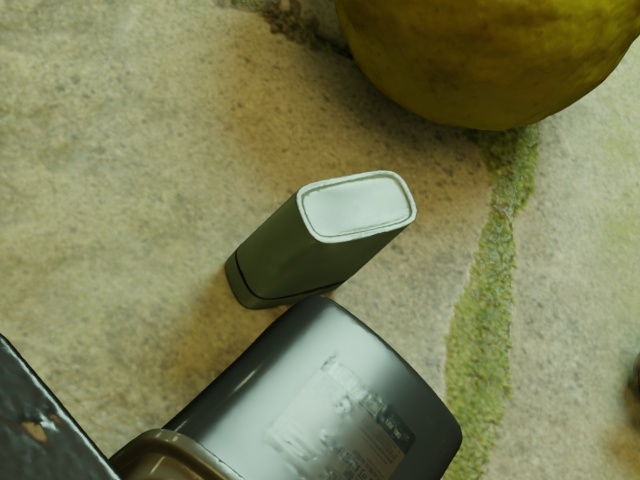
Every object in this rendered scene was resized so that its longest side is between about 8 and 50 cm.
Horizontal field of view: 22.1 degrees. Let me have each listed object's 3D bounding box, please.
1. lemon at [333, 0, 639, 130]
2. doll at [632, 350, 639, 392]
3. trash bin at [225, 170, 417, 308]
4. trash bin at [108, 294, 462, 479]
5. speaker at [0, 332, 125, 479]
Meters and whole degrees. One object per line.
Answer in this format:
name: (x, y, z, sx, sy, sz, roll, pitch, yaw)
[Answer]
lemon: (0.162, -0.233, 1.499, 0.316, 0.285, 0.285, 31, 48, -41)
doll: (0.358, 0.102, 1.535, 0.207, 0.081, 0.129, -37, 104, -41)
trash bin: (0.000, 0.000, 1.348, 0.116, 0.130, 0.059, -14, 72, -36)
trash bin: (-0.041, 0.192, 1.189, 0.209, 0.182, 0.290, 44, 45, 0)
speaker: (-0.258, 0.170, 1.037, 0.388, 0.184, 0.180, 49, 48, 10)
